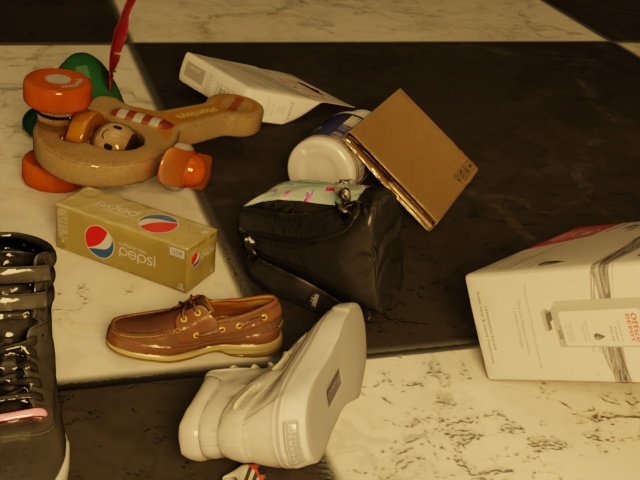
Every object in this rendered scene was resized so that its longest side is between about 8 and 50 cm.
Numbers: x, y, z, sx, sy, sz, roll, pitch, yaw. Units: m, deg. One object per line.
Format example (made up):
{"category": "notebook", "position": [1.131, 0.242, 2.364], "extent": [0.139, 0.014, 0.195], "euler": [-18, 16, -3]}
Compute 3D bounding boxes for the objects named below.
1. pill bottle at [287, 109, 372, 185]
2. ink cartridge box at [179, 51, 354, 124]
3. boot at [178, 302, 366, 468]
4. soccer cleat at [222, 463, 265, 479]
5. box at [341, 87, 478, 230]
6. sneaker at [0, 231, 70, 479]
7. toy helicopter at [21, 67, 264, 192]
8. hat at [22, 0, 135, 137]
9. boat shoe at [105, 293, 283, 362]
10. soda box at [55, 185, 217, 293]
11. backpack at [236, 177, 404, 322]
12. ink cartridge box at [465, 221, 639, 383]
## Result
{"category": "pill bottle", "position": [0.030, -0.119, 1.407], "extent": [0.094, 0.094, 0.169], "euler": [16, 29, 17]}
{"category": "ink cartridge box", "position": [-0.086, -0.234, 1.671], "extent": [0.224, 0.056, 0.181], "euler": [6, 21, -44]}
{"category": "boot", "position": [-0.039, 0.123, 0.948], "extent": [0.123, 0.095, 0.258], "euler": [-3, 13, 16]}
{"category": "soccer cleat", "position": [-0.053, 0.211, 0.847], "extent": [0.035, 0.029, 0.083], "euler": [-16, 31, -20]}
{"category": "box", "position": [0.125, -0.115, 1.404], "extent": [0.164, 0.021, 0.201], "euler": [46, 34, -1]}
{"category": "sneaker", "position": [-0.271, 0.097, 0.889], "extent": [0.104, 0.147, 0.296], "euler": [-2, 30, -18]}
{"category": "toy helicopter", "position": [-0.198, -0.137, 1.358], "extent": [0.235, 0.140, 0.355], "euler": [29, 33, 33]}
{"category": "hat", "position": [-0.338, -0.254, 1.490], "extent": [0.173, 0.184, 0.208], "euler": [1, 28, -9]}
{"category": "boat shoe", "position": [-0.123, 0.080, 1.040], "extent": [0.178, 0.060, 0.064], "euler": [-1, 29, -14]}
{"category": "soda box", "position": [-0.210, -0.003, 1.182], "extent": [0.181, 0.058, 0.061], "euler": [19, 31, 21]}
{"category": "backpack", "position": [0.000, 0.000, 1.151], "extent": [0.182, 0.152, 0.115], "euler": [9, 20, 32]}
{"category": "ink cartridge box", "position": [0.317, 0.052, 1.000], "extent": [0.207, 0.117, 0.283], "euler": [-19, 7, -40]}
